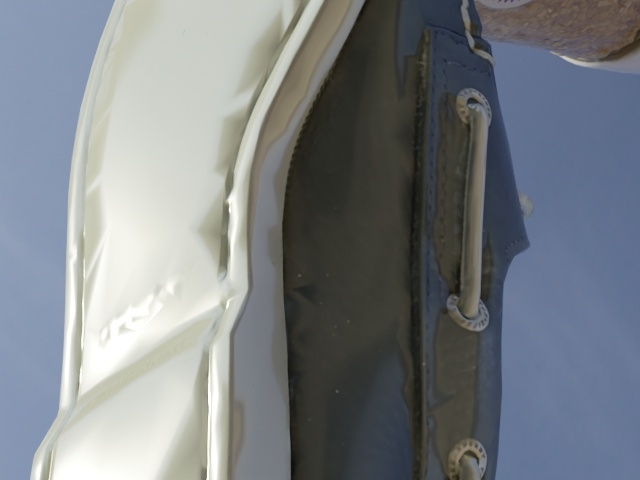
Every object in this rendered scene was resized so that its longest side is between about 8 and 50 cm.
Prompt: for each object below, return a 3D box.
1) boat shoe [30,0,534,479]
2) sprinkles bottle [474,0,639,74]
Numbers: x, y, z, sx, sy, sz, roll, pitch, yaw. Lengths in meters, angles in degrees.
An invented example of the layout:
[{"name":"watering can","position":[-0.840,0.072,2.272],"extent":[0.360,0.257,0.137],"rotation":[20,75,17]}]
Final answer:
[{"name":"boat shoe","position":[0.000,0.000,0.507],"extent":[0.099,0.319,0.116],"rotation":[29,-36,-32]},{"name":"sprinkles bottle","position":[0.062,-0.161,0.968],"extent":[0.121,0.355,0.121],"rotation":[-5,-96,47]}]
